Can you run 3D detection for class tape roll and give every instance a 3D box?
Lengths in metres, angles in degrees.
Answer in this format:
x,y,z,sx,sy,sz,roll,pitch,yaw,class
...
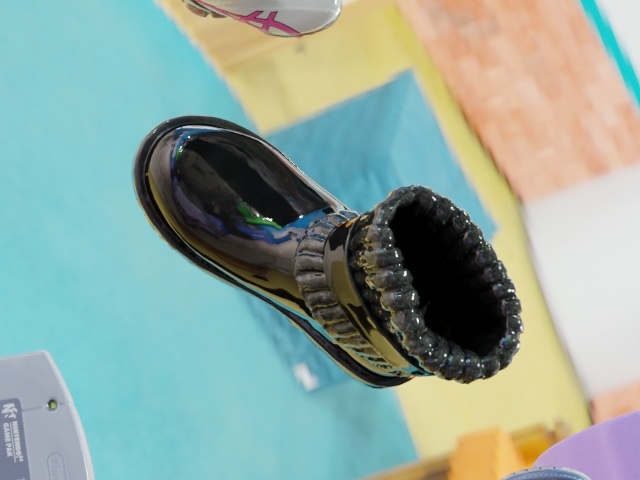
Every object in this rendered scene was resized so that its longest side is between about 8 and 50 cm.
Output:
x,y,z,sx,sy,sz,roll,pitch,yaw,class
0.381,0.265,2.072,0.275,0.274,0.090,31,40,-58,tape roll

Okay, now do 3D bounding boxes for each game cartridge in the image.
x,y,z,sx,sy,sz,roll,pitch,yaw,class
-0.333,0.269,1.927,0.060,0.196,0.294,68,13,-79,game cartridge

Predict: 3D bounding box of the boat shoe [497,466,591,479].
x,y,z,sx,sy,sz,roll,pitch,yaw,class
0.166,0.259,1.666,0.066,0.183,0.066,41,39,-34,boat shoe

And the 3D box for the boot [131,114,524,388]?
x,y,z,sx,sy,sz,roll,pitch,yaw,class
0.003,-0.003,1.582,0.348,0.131,0.260,36,-13,-7,boot

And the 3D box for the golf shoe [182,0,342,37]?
x,y,z,sx,sy,sz,roll,pitch,yaw,class
-0.070,-0.261,1.967,0.086,0.186,0.067,49,51,-78,golf shoe
